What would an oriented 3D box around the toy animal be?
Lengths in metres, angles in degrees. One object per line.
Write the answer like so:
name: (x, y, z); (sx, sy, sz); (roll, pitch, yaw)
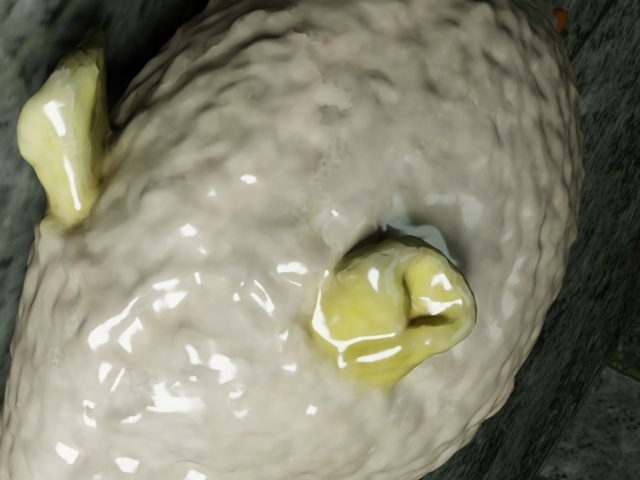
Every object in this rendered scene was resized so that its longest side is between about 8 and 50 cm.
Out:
toy animal: (0.004, -0.005, 0.648); (0.358, 0.188, 0.226); (-52, 165, -30)
